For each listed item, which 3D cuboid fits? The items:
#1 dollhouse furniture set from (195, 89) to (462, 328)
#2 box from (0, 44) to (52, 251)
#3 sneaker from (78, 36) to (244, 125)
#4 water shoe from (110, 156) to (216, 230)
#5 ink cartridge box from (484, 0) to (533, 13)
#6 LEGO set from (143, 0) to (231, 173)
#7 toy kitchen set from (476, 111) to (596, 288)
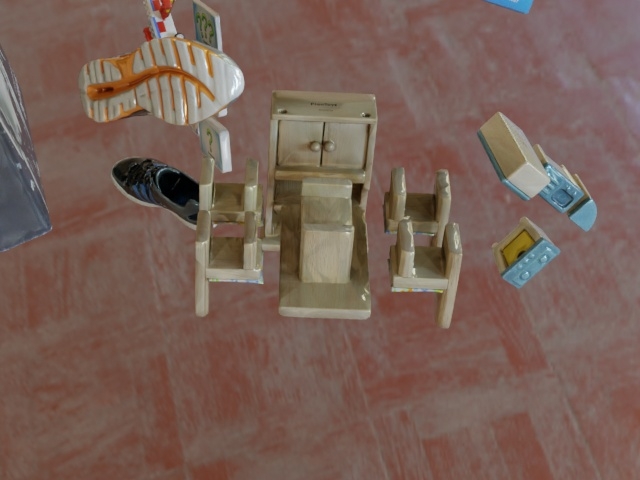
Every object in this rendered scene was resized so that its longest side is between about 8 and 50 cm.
[{"bbox_3d":[0.000,0.000,1.110,0.212,0.161,0.242,3,39,-3],"label":"dollhouse furniture set"},{"bbox_3d":[-0.578,-0.250,1.547,0.297,0.472,0.480,-22,34,-6],"label":"box"},{"bbox_3d":[-0.147,-0.159,1.230,0.215,0.084,0.083,6,15,42],"label":"sneaker"},{"bbox_3d":[-0.221,-0.085,1.766,0.203,0.080,0.073,25,65,28],"label":"water shoe"},{"bbox_3d":[0.118,-0.291,0.934,0.148,0.203,0.086,10,18,-34],"label":"ink cartridge box"},{"bbox_3d":[-0.169,-0.199,1.418,0.060,0.182,0.244,-13,30,-20],"label":"LEGO set"},{"bbox_3d":[0.261,-0.034,1.665,0.166,0.207,0.122,-44,34,20],"label":"toy kitchen set"}]
